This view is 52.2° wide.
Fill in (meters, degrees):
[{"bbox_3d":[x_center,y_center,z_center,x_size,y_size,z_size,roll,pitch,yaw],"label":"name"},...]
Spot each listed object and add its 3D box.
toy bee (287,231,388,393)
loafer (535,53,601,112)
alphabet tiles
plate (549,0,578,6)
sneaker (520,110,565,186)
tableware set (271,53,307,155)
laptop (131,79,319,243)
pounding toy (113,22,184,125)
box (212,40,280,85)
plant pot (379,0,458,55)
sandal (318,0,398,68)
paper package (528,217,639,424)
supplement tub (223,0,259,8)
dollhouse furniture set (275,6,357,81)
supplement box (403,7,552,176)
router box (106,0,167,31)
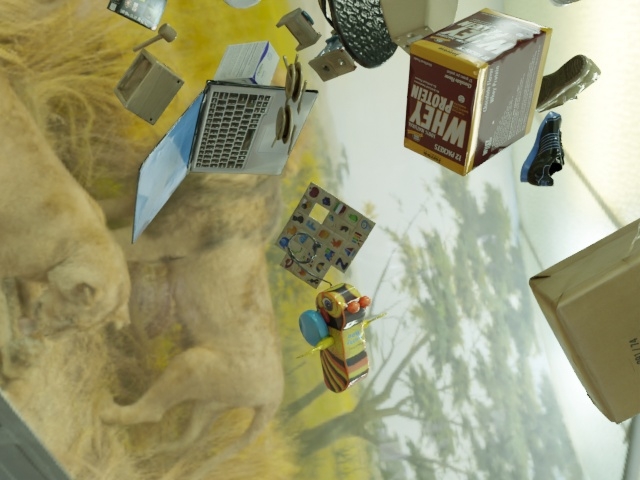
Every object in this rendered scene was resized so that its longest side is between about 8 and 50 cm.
[{"bbox_3d":[0.028,0.147,1.175,0.162,0.195,0.298,2,-48,57],"label":"toy bee"},{"bbox_3d":[0.677,-0.424,1.835,0.268,0.092,0.101,151,-49,-67],"label":"loafer"},{"bbox_3d":[0.000,0.000,1.682,0.237,0.198,0.009,-59,173,17],"label":"alphabet tiles"},{"bbox_3d":[0.618,-0.654,1.562,0.278,0.277,0.045,17,76,-39],"label":"plate"},{"bbox_3d":[0.607,-0.237,1.719,0.232,0.090,0.081,-62,149,-17],"label":"sneaker"},{"bbox_3d":[-0.076,-0.299,1.423,0.128,0.039,0.194,-105,-156,-45],"label":"tableware set"},{"bbox_3d":[-0.236,-0.171,1.563,0.382,0.408,0.236,126,-39,-60],"label":"laptop"},{"bbox_3d":[-0.385,-0.400,1.537,0.094,0.206,0.181,32,9,-40],"label":"pounding toy"},{"bbox_3d":[-0.196,-0.452,1.727,0.072,0.137,0.126,47,55,-51],"label":"box"},{"bbox_3d":[0.176,-0.395,1.166,0.109,0.109,0.096,21,66,-49],"label":"plant pot"},{"bbox_3d":[0.052,-0.573,1.433,0.445,0.168,0.107,70,-23,7],"label":"sandal"},{"bbox_3d":[0.654,0.164,1.370,0.324,0.310,0.168,58,7,-14],"label":"paper package"},{"bbox_3d":[-0.193,-0.613,1.440,0.117,0.117,0.190,71,-4,-58],"label":"supplement tub"},{"bbox_3d":[0.020,-0.503,1.564,0.183,0.129,0.129,45,63,-28],"label":"dollhouse furniture set"},{"bbox_3d":[0.250,-0.243,1.059,0.129,0.194,0.191,34,-38,34],"label":"supplement box"},{"bbox_3d":[-0.395,-0.522,1.424,0.122,0.038,0.092,5,112,-63],"label":"router box"}]
